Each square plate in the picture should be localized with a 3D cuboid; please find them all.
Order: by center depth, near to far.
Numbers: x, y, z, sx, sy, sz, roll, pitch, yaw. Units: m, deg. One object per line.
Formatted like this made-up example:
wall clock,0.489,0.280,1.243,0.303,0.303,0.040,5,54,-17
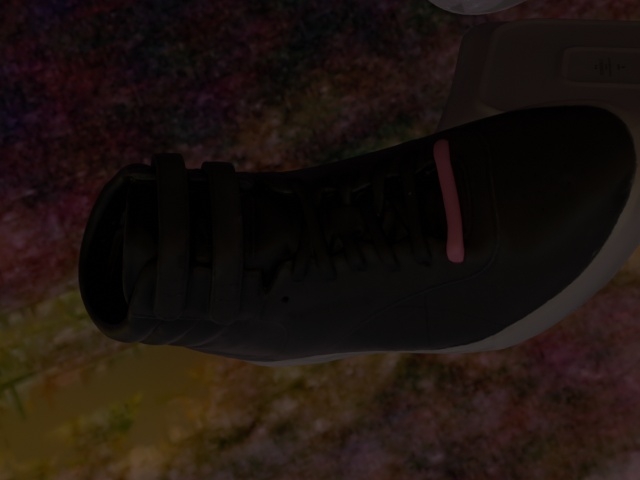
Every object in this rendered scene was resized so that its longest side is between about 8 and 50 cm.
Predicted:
square plate,0.305,-0.167,1.142,0.344,0.049,0.347,3,-147,13

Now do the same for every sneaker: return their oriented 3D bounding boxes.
sneaker,0.000,0.000,0.490,0.147,0.105,0.295,12,157,-43

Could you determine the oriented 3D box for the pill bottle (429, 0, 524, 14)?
pill bottle,0.065,-0.306,0.737,0.181,0.323,0.181,-13,144,-10
